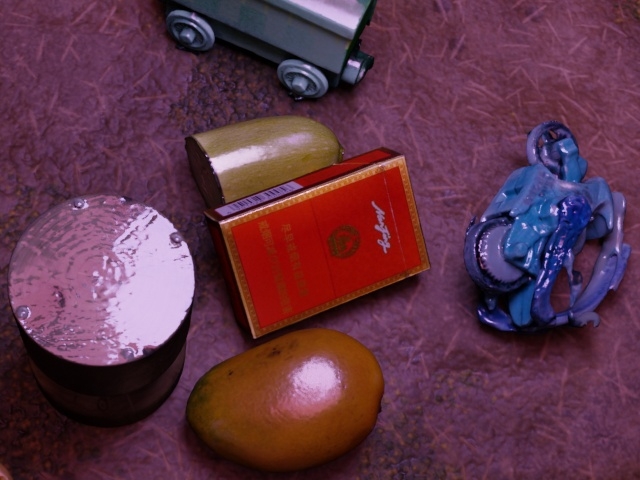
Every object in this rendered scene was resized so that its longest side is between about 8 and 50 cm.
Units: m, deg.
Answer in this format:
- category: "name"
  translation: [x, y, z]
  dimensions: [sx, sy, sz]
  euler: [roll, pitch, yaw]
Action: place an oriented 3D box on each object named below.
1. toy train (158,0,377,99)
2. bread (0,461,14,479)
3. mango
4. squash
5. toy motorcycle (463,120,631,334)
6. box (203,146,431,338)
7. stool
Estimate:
- category: "toy train"
  translation: [-0.066, -0.297, 1.386]
  dimensions: [0.301, 0.202, 0.120]
  euler: [25, 62, 2]
- category: "bread"
  translation: [-0.470, 0.270, 1.100]
  dimensions: [0.340, 0.179, 0.194]
  euler: [10, 68, -8]
- category: "mango"
  translation: [-0.035, 0.184, 1.239]
  dimensions: [0.221, 0.120, 0.151]
  euler: [-21, 69, -10]
- category: "squash"
  translation: [-0.060, -0.096, 1.349]
  dimensions: [0.187, 0.123, 0.123]
  euler: [-16, 71, -15]
- category: "toy motorcycle"
  translation: [0.286, -0.003, 1.362]
  dimensions: [0.206, 0.154, 0.260]
  euler: [44, 62, -16]
- category: "box"
  translation: [-0.001, 0.000, 1.307]
  dimensions: [0.240, 0.074, 0.153]
  euler: [-21, 106, -16]
- category: "stool"
  translation: [-0.226, 0.082, 1.168]
  dimensions: [0.179, 0.264, 0.179]
  euler: [3, 68, -7]
